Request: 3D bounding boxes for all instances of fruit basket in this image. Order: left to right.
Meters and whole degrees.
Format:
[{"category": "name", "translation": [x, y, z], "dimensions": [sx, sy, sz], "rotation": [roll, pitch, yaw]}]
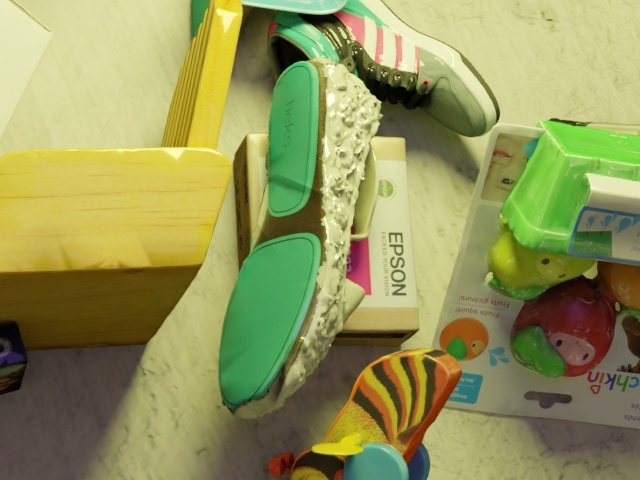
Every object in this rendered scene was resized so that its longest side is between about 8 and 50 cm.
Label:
[{"category": "fruit basket", "translation": [0.304, 0.055, 1.656], "dimensions": [0.327, 0.165, 0.353], "rotation": [9, 108, -12]}]

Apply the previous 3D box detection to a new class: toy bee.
[{"category": "toy bee", "translation": [0.027, 0.238, 1.583], "dimensions": [0.162, 0.195, 0.298], "rotation": [23, 80, 18]}]

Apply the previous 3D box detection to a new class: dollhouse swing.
[{"category": "dollhouse swing", "translation": [-0.243, -0.071, 1.497], "dimensions": [0.315, 0.347, 0.305], "rotation": [-2, 76, -15]}]

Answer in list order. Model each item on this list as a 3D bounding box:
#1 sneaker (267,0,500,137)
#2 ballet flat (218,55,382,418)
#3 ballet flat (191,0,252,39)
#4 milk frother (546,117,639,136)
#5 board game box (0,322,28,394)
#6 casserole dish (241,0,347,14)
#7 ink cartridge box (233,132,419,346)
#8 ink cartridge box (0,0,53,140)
[{"category": "sneaker", "translation": [0.052, -0.184, 1.724], "dimensions": [0.295, 0.124, 0.178], "rotation": [38, 64, 7]}, {"category": "ballet flat", "translation": [0.000, 0.000, 1.570], "dimensions": [0.147, 0.147, 0.409], "rotation": [14, 72, -10]}, {"category": "ballet flat", "translation": [-0.099, -0.362, 1.753], "dimensions": [0.106, 0.107, 0.316], "rotation": [2, 75, -22]}, {"category": "milk frother", "translation": [0.322, -0.068, 1.753], "dimensions": [0.129, 0.134, 0.143], "rotation": [-23, 113, -47]}, {"category": "board game box", "translation": [-0.422, 0.152, 1.486], "dimensions": [0.243, 0.165, 0.042], "rotation": [-16, 79, -18]}, {"category": "casserole dish", "translation": [-0.044, -0.318, 1.660], "dimensions": [0.188, 0.037, 0.114], "rotation": [5, 109, -17]}, {"category": "ink cartridge box", "translation": [0.005, 0.000, 1.682], "dimensions": [0.193, 0.088, 0.235], "rotation": [0, 74, -13]}, {"category": "ink cartridge box", "translation": [-0.401, -0.120, 1.419], "dimensions": [0.114, 0.273, 0.197], "rotation": [37, 55, -28]}]
